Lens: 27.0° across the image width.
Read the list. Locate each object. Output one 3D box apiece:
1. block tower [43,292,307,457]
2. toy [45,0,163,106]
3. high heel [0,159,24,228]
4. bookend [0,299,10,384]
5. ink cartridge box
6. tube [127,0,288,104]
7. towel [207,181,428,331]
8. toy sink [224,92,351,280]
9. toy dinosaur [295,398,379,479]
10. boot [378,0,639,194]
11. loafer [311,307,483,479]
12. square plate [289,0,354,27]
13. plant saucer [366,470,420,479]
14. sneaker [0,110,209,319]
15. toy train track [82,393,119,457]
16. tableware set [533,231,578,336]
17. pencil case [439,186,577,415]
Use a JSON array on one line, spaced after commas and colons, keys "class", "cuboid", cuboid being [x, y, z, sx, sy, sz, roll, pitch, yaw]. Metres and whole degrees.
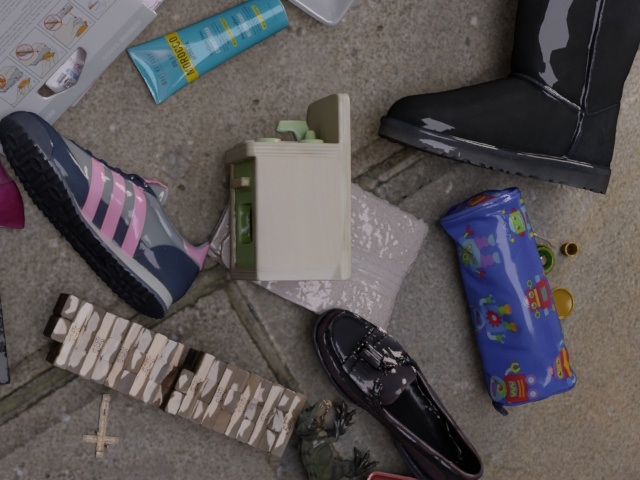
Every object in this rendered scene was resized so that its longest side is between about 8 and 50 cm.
[{"class": "block tower", "cuboid": [-0.192, 0.174, 1.714, 0.336, 0.097, 0.091, 26, 82, -16]}, {"class": "toy", "cuboid": [-0.293, -0.303, 1.692, 0.137, 0.056, 0.237, 40, 83, -19]}, {"class": "high heel", "cuboid": [-0.478, -0.022, 1.611, 0.244, 0.082, 0.117, -30, 110, -32]}, {"class": "bookend", "cuboid": [-0.468, 0.106, 1.626, 0.157, 0.072, 0.156, -7, 92, -18]}, {"class": "ink cartridge box", "cuboid": [-0.376, -0.260, 1.610, 0.275, 0.060, 0.239, -44, 129, 11]}, {"class": "tube", "cuboid": [-0.143, -0.261, 1.753, 0.207, 0.052, 0.080, -29, 90, -10]}, {"class": "towel", "cuboid": [0.000, 0.000, 1.801, 0.282, 0.049, 0.187, 26, 83, -18]}, {"class": "toy sink", "cuboid": [-0.045, -0.065, 1.682, 0.131, 0.153, 0.234, 0, 90, -17]}, {"class": "toy dinosaur", "cuboid": [0.017, 0.294, 1.789, 0.118, 0.064, 0.268, -40, 134, -40]}, {"class": "boot", "cuboid": [0.285, -0.314, 1.819, 0.367, 0.146, 0.445, 10, 97, -28]}, {"class": "loafer", "cuboid": [0.112, 0.206, 1.767, 0.109, 0.095, 0.302, -45, 105, -26]}, {"class": "square plate", "cuboid": [-0.027, -0.508, 1.709, 0.344, 0.049, 0.347, 33, 110, -10]}, {"class": "plant saucer", "cuboid": [0.145, 0.461, 1.849, 0.259, 0.048, 0.258, 14, 86, -22]}, {"class": "sneaker", "cuboid": [-0.269, -0.055, 1.686, 0.131, 0.112, 0.319, -48, 112, -29]}, {"class": "toy train track", "cuboid": [-0.281, 0.240, 1.723, 0.048, 0.014, 0.083, 7, 88, -19]}, {"class": "tableware set", "cuboid": [0.332, 0.071, 1.930, 0.104, 0.024, 0.154, 22, 83, -18]}, {"class": "pencil case", "cuboid": [0.257, 0.080, 1.850, 0.119, 0.133, 0.306, -22, 98, -41]}]
